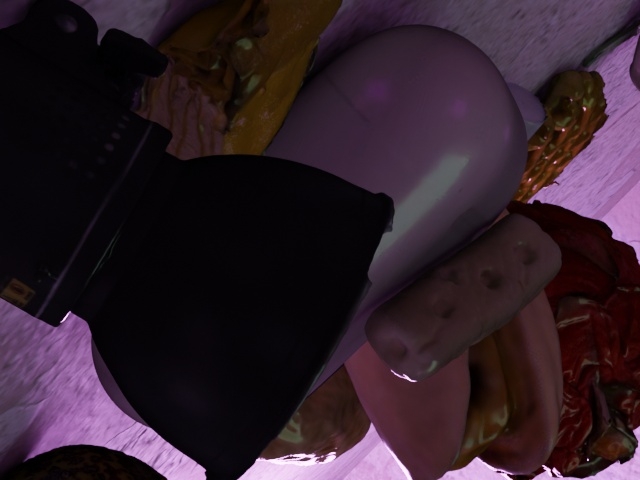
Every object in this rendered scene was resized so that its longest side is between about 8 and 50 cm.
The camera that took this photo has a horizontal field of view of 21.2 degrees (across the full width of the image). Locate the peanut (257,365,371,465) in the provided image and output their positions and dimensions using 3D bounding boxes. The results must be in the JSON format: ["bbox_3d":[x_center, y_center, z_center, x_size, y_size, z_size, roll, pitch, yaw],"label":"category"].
[{"bbox_3d":[-0.031,0.164,1.761,0.153,0.140,0.325,-28,170,11],"label":"peanut"}]

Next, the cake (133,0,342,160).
[{"bbox_3d":[-0.053,-0.088,0.966,0.116,0.079,0.185,-51,164,-30],"label":"cake"}]

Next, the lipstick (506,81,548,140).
[{"bbox_3d":[0.127,-0.049,1.712,0.059,0.059,0.264,-28,160,-54],"label":"lipstick"}]

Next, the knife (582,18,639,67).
[{"bbox_3d":[0.361,-0.243,1.925,0.207,0.014,0.030,-34,166,-32],"label":"knife"}]

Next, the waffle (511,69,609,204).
[{"bbox_3d":[0.207,-0.069,1.917,0.312,0.060,0.307,-43,166,0],"label":"waffle"}]

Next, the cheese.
[{"bbox_3d":[0.106,0.039,1.223,0.194,0.065,0.043,-33,173,-45],"label":"cheese"}]

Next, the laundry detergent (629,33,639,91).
[{"bbox_3d":[0.422,-0.233,1.910,0.181,0.091,0.253,-43,163,-21],"label":"laundry detergent"}]

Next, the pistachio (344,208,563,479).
[{"bbox_3d":[0.093,0.064,1.443,0.187,0.299,0.187,-11,152,-6],"label":"pistachio"}]

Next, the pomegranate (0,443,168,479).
[{"bbox_3d":[-0.175,0.272,1.384,0.248,0.214,0.214,1,-152,48],"label":"pomegranate"}]

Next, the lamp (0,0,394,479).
[{"bbox_3d":[-0.100,-0.019,0.727,0.147,0.227,0.172,-49,-168,48],"label":"lamp"}]

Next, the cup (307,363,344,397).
[{"bbox_3d":[-0.071,0.097,1.499,0.138,0.150,0.113,-45,-157,19],"label":"cup"}]

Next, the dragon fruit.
[{"bbox_3d":[0.218,0.098,1.753,0.277,0.342,0.277,-8,126,-12],"label":"dragon fruit"}]

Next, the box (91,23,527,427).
[{"bbox_3d":[-0.001,-0.001,1.237,0.349,0.141,0.288,-43,168,5],"label":"box"}]
